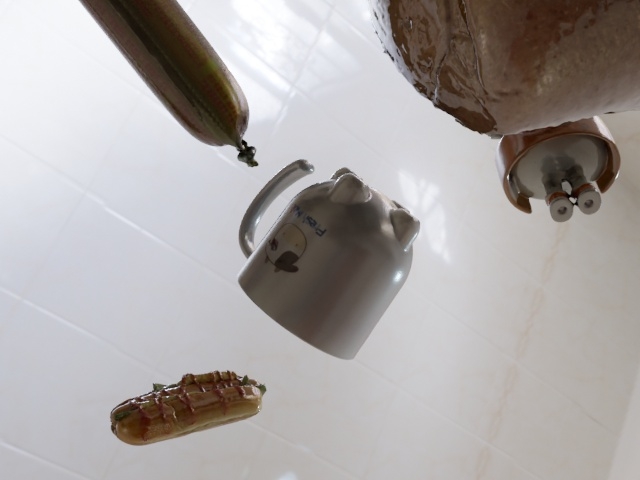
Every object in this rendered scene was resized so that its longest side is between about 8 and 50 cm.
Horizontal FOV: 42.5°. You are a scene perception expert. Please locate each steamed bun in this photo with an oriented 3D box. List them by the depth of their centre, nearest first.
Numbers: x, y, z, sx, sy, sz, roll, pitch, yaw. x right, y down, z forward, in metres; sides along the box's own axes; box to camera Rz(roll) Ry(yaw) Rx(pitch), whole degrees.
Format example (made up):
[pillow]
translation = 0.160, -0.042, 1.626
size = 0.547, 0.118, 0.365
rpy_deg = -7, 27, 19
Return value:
[steamed bun]
translation = 0.166, -0.237, 0.630
size = 0.199, 0.251, 0.301
rpy_deg = 101, -24, -44

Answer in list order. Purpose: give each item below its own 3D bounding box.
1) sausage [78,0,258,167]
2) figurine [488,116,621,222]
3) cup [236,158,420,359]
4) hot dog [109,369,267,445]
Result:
[sausage]
translation = -0.170, -0.215, 0.733
size = 0.082, 0.372, 0.082
rpy_deg = -36, -169, 8
[figurine]
translation = 0.277, -0.122, 1.006
size = 0.143, 0.143, 0.271
rpy_deg = -44, -161, 21
[cup]
translation = 0.010, 0.007, 0.779
size = 0.142, 0.134, 0.173
rpy_deg = -56, -157, 7
[hot dog]
translation = -0.192, 0.241, 1.228
size = 0.104, 0.250, 0.076
rpy_deg = 16, -68, 56
